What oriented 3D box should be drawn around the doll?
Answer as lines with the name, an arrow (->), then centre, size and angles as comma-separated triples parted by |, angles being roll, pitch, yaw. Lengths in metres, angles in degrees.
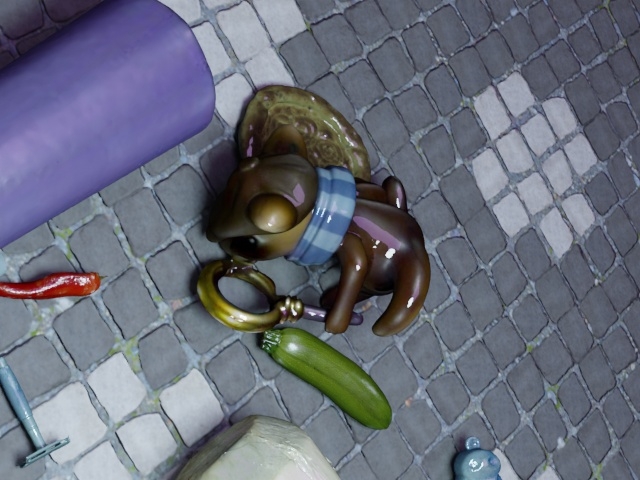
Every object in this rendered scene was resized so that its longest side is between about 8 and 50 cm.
doll -> -0.002, 0.002, 1.765 | 0.340, 0.209, 0.318 | 25, 52, -29

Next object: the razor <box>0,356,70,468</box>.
razor -> -0.369, 0.206, 1.523 | 0.068, 0.040, 0.135 | -26, 89, -40

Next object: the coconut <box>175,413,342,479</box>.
coconut -> -0.068, 0.357, 1.595 | 0.230, 0.227, 0.227 | 52, 52, -6

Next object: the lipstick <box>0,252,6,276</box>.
lipstick -> -0.454, 0.059, 1.487 | 0.158, 0.048, 0.048 | -37, 101, -39

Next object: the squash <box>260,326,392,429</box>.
squash -> 0.014, 0.194, 1.807 | 0.258, 0.069, 0.069 | 39, 57, -24

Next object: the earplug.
earplug -> -0.353, -0.123, 1.524 | 0.456, 0.215, 0.215 | -40, 103, -35

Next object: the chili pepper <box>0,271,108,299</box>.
chili pepper -> -0.352, 0.060, 1.571 | 0.178, 0.045, 0.027 | -1, 69, -33

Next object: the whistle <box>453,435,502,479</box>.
whistle -> 0.252, 0.439, 1.909 | 0.180, 0.093, 0.269 | -7, 81, -15

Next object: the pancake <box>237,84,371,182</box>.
pancake -> -0.025, -0.119, 1.887 | 0.250, 0.031, 0.250 | 12, 71, -37
